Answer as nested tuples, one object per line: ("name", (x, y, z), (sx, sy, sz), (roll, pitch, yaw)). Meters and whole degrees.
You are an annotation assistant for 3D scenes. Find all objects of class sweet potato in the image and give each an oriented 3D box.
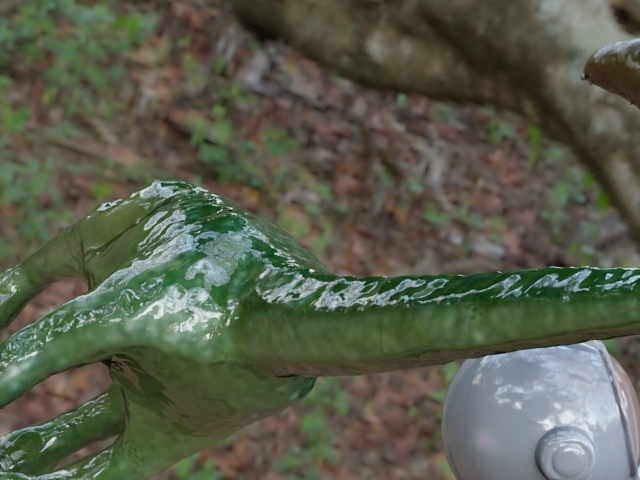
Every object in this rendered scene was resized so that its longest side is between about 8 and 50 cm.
("sweet potato", (0.238, -0.087, 1.167), (0.054, 0.053, 0.182), (18, 18, -35))

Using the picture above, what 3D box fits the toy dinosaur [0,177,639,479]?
("toy dinosaur", (0.000, 0.000, 0.632), (0.087, 0.301, 0.447), (57, 12, -18))

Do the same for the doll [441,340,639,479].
("doll", (0.128, 0.180, 0.950), (0.151, 0.287, 0.151), (-9, 4, 1))
